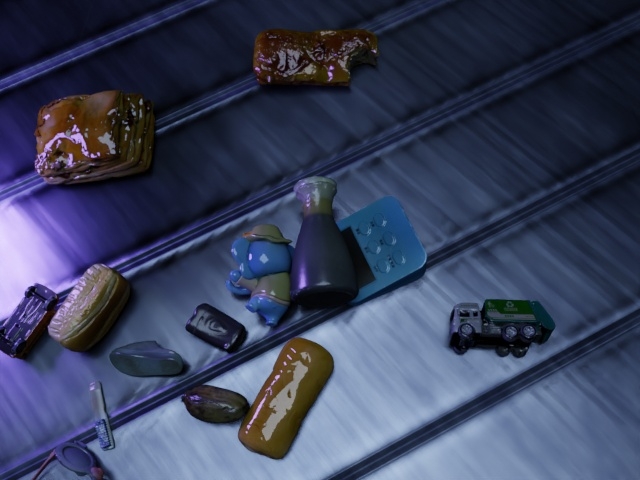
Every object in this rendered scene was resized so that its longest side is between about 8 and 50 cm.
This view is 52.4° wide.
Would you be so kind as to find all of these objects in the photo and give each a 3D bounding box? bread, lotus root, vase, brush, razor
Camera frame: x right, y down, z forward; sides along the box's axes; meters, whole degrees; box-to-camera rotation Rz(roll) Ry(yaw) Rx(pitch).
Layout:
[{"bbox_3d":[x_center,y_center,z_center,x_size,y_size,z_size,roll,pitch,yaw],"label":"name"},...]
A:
[{"bbox_3d":[-0.085,0.387,1.606,0.142,0.091,0.305,24,71,18],"label":"bread"},{"bbox_3d":[-0.592,0.177,1.689,0.106,0.140,0.236,25,72,16],"label":"bread"},{"bbox_3d":[-0.261,0.407,1.605,0.180,0.080,0.089,8,35,16],"label":"lotus root"},{"bbox_3d":[-0.012,-0.552,1.969,0.381,0.109,0.185,0,68,1],"label":"bread"},{"bbox_3d":[0.000,0.000,1.686,0.174,0.173,0.320,-5,69,1],"label":"vase"},{"bbox_3d":[-0.559,0.442,1.641,0.033,0.030,0.178,-23,69,5],"label":"brush"},{"bbox_3d":[-0.271,0.229,1.695,0.148,0.054,0.090,26,72,12],"label":"razor"},{"bbox_3d":[-0.657,-0.315,1.875,0.325,0.167,0.277,-3,68,1],"label":"bread"}]

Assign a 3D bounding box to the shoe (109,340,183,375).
[{"bbox_3d":[-0.441,0.299,1.678,0.195,0.079,0.078,2,33,12],"label":"shoe"}]

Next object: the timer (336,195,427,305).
[{"bbox_3d":[0.135,0.028,1.738,0.250,0.091,0.231,-26,69,-1],"label":"timer"}]

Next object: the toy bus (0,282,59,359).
[{"bbox_3d":[-0.767,0.213,1.713,0.083,0.088,0.194,28,74,13],"label":"toy bus"}]

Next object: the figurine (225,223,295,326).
[{"bbox_3d":[-0.151,0.082,1.699,0.180,0.153,0.261,12,64,-4],"label":"figurine"}]

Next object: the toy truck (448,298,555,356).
[{"bbox_3d":[0.452,0.218,1.635,0.254,0.114,0.124,3,55,4],"label":"toy truck"}]

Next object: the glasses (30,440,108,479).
[{"bbox_3d":[-0.620,0.645,1.560,0.268,0.118,0.234,-46,74,7],"label":"glasses"}]
